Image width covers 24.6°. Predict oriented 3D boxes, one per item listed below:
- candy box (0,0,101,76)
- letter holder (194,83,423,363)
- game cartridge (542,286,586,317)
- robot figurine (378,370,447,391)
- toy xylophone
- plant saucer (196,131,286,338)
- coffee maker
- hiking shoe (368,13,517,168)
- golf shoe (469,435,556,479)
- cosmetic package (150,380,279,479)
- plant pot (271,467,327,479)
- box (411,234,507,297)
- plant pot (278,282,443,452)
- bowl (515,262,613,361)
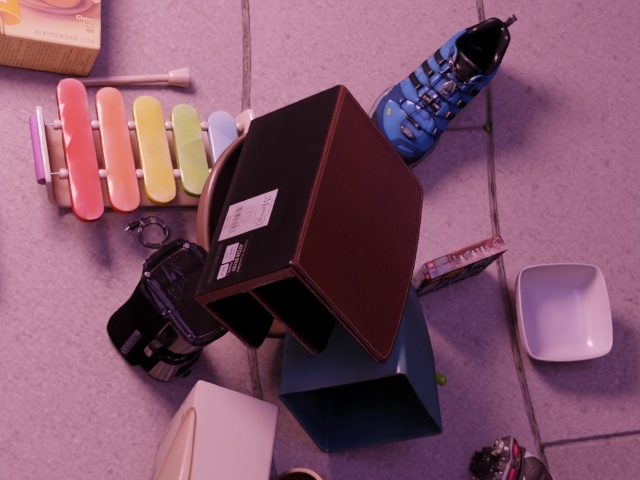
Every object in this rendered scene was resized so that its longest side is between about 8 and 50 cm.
[{"bbox_3d":[-0.456,-0.338,1.971,0.317,0.087,0.182,6,65,-19],"label":"candy box"},{"bbox_3d":[0.000,0.000,1.812,0.214,0.152,0.301,47,41,-33],"label":"letter holder"},{"bbox_3d":[0.365,0.083,2.160,0.083,0.017,0.056,23,56,-11],"label":"game cartridge"},{"bbox_3d":[0.119,0.185,1.979,0.101,0.067,0.115,-6,70,-24],"label":"robot figurine"},{"bbox_3d":[-0.242,-0.138,1.971,0.323,0.081,0.236,-10,70,-26],"label":"toy xylophone"},{"bbox_3d":[-0.070,-0.009,1.935,0.278,0.041,0.277,5,83,-51],"label":"plant saucer"},{"bbox_3d":[-0.192,0.075,1.835,0.120,0.178,0.171,-11,74,-28],"label":"coffee maker"},{"bbox_3d":[0.170,-0.225,2.153,0.113,0.132,0.304,39,58,-2],"label":"hiking shoe"},{"bbox_3d":[0.238,0.391,1.915,0.120,0.105,0.272,32,59,-14],"label":"golf shoe"},{"bbox_3d":[-0.140,0.337,1.701,0.113,0.160,0.309,20,43,-14],"label":"cosmetic package"},{"bbox_3d":[0.039,0.427,1.762,0.254,0.237,0.237,28,58,-26],"label":"plant pot"},{"bbox_3d":[0.185,0.040,2.059,0.137,0.094,0.027,-20,75,-28],"label":"box"},{"bbox_3d":[0.052,0.124,1.900,0.166,0.165,0.234,-12,52,16],"label":"plant pot"},{"bbox_3d":[0.342,0.107,2.105,0.142,0.053,0.142,-1,76,-16],"label":"bowl"}]
